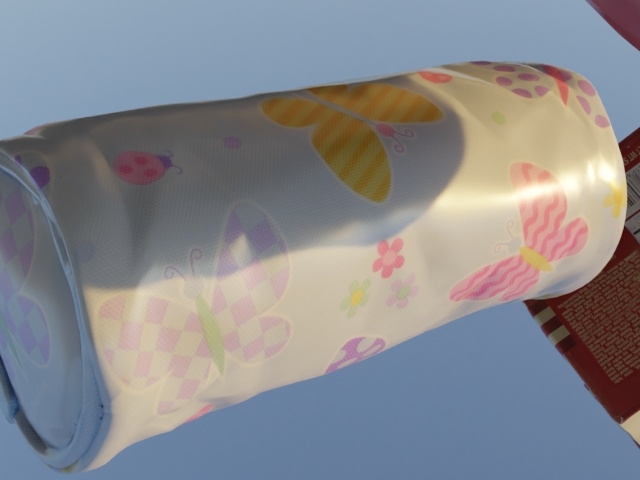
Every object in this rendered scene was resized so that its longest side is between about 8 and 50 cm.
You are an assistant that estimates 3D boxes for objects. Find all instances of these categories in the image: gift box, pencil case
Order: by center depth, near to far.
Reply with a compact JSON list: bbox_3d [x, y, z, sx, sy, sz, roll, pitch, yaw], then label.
[{"bbox_3d":[0.000,0.000,0.407,0.273,0.124,0.113,-16,-134,-33],"label":"pencil case"},{"bbox_3d":[0.342,0.040,1.020,0.255,0.258,0.276,-34,-122,11],"label":"gift box"}]

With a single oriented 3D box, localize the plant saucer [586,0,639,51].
[{"bbox_3d":[0.226,-0.142,0.365,0.332,0.084,0.332,-1,-121,2],"label":"plant saucer"}]
